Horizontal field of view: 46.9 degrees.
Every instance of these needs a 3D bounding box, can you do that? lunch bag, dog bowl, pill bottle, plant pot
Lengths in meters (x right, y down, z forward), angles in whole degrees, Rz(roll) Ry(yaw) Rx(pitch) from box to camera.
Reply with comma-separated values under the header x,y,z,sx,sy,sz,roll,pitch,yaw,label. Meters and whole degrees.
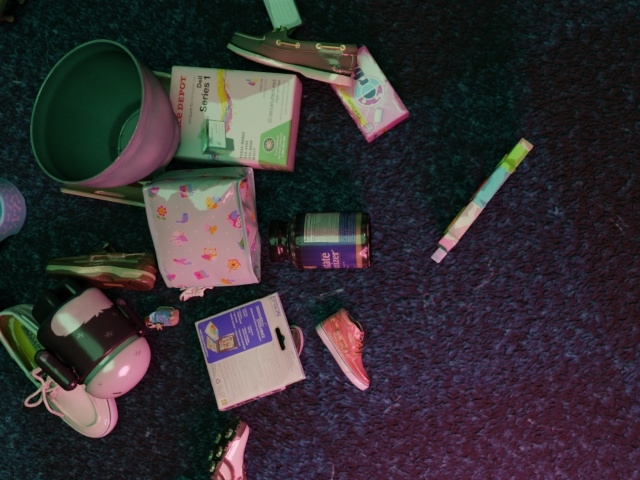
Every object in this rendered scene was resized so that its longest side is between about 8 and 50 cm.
x,y,z,sx,sy,sz,roll,pitch,yaw,label
-0.248,-0.019,1.609,0.223,0.160,0.262,-4,111,5,lunch bag
-0.816,-0.014,1.715,0.166,0.074,0.297,34,94,5,dog bowl
0.000,0.000,1.604,0.219,0.123,0.123,-1,90,6,pill bottle
-0.415,-0.234,1.513,0.293,0.196,0.293,-6,77,26,plant pot

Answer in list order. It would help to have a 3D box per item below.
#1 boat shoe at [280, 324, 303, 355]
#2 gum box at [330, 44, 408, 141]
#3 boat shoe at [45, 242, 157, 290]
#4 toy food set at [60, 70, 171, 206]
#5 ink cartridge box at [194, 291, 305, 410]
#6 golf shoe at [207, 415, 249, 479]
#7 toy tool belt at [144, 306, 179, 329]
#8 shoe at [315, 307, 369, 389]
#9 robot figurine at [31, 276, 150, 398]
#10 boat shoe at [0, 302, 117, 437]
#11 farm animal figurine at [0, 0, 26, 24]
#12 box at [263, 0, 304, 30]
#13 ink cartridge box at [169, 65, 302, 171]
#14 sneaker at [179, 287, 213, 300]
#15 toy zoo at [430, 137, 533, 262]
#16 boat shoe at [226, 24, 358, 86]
x,y,z,sx,sy,sz,roll,pitch,yaw,label
-0.072,0.260,1.651,0.049,0.040,0.142,14,91,6,boat shoe
0.099,-0.326,1.625,0.107,0.062,0.188,-33,86,4,gum box
-0.494,0.055,1.683,0.257,0.095,0.095,5,67,7,boat shoe
-0.458,-0.241,1.668,0.220,0.092,0.306,10,91,6,toy food set
-0.154,0.246,1.636,0.208,0.045,0.206,-21,73,8,ink cartridge box
-0.201,0.526,1.648,0.120,0.105,0.273,20,96,-12,golf shoe
-0.366,0.177,1.677,0.083,0.051,0.052,-8,89,6,toy tool belt
0.071,0.237,1.624,0.081,0.063,0.178,-37,82,10,shoe
-0.501,0.216,1.610,0.209,0.173,0.278,-44,87,-11,robot figurine
-0.604,0.297,1.649,0.136,0.156,0.367,-36,86,5,boat shoe
-0.711,-0.684,1.657,0.327,0.172,0.330,-21,88,5,farm animal figurine
-0.124,-0.617,1.611,0.067,0.063,0.324,-20,102,10,box
-0.192,-0.267,1.628,0.278,0.117,0.201,6,90,7,ink cartridge box
-0.282,0.118,1.678,0.083,0.032,0.037,-36,86,5,sneaker
0.325,-0.077,1.536,0.030,0.192,0.293,38,94,6,toy zoo
-0.060,-0.408,1.583,0.305,0.109,0.091,20,104,21,boat shoe
